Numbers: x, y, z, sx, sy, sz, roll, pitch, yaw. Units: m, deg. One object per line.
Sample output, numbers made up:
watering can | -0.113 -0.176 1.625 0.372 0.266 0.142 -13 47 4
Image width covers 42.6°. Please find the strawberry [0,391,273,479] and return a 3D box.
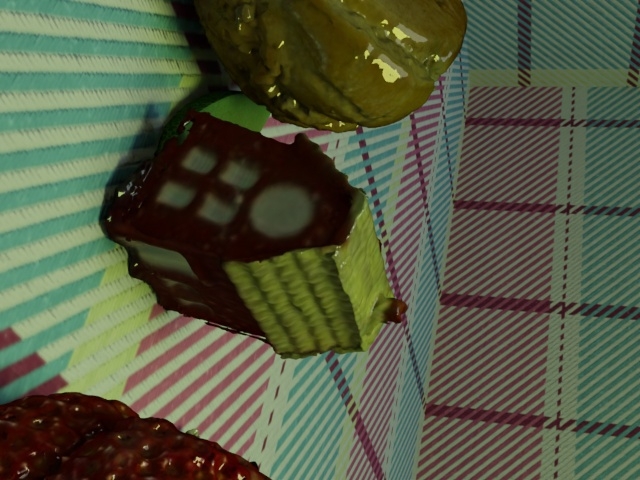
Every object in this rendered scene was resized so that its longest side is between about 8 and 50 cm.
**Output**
strawberry | -0.149 0.230 0.522 0.288 0.250 0.238 -8 106 -76

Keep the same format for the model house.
model house | -0.040 0.006 0.795 0.160 0.254 0.196 -63 156 -27

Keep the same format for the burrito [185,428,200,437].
burrito | -0.135 0.263 0.799 0.275 0.059 0.082 -139 -132 -80

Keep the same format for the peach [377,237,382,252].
peach | 0.000 0.000 1.112 0.192 0.190 0.190 -46 140 -38

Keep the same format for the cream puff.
cream puff | 0.002 -0.252 0.921 0.327 0.231 0.343 16 51 -42

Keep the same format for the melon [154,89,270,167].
melon | -0.130 -0.114 0.927 0.262 0.053 0.114 -40 150 -64
